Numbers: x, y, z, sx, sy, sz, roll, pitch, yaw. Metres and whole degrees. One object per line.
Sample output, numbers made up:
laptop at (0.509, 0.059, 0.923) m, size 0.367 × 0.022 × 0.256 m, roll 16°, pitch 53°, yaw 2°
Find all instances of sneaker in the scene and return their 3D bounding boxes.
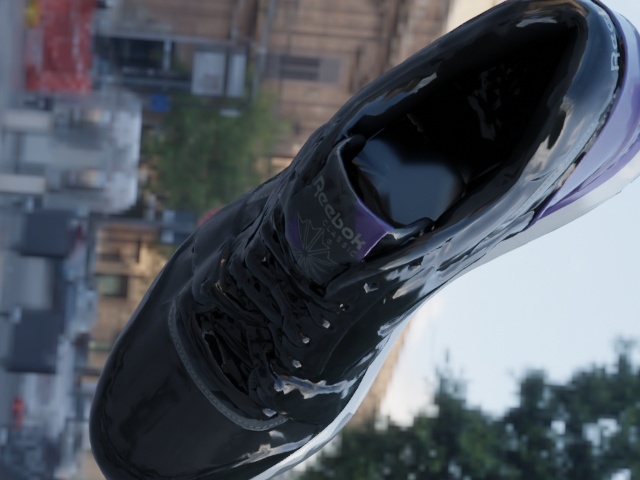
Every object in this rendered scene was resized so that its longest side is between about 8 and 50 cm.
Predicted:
sneaker at (0.000, 0.000, 0.624) m, size 0.107 × 0.283 × 0.124 m, roll 51°, pitch 13°, yaw 14°
